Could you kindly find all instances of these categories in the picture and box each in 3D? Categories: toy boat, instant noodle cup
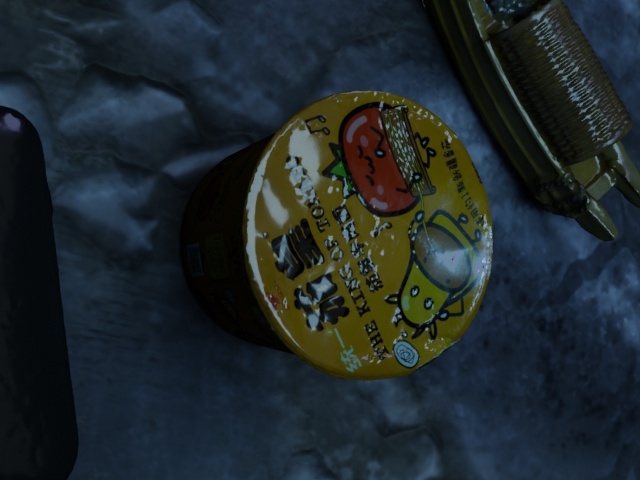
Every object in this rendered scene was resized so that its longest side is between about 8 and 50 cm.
[{"bbox_3d":[0.192,-0.143,1.367,0.089,0.115,0.310,-36,104,-27],"label":"toy boat"},{"bbox_3d":[0.000,0.000,1.214,0.216,0.172,0.215,2,86,-29],"label":"instant noodle cup"}]

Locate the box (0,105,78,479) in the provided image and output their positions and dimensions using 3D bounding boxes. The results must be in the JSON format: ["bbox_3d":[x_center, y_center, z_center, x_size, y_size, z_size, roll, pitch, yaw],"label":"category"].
[{"bbox_3d":[-0.316,0.058,1.087,0.289,0.073,0.290,-8,91,-31],"label":"box"}]
